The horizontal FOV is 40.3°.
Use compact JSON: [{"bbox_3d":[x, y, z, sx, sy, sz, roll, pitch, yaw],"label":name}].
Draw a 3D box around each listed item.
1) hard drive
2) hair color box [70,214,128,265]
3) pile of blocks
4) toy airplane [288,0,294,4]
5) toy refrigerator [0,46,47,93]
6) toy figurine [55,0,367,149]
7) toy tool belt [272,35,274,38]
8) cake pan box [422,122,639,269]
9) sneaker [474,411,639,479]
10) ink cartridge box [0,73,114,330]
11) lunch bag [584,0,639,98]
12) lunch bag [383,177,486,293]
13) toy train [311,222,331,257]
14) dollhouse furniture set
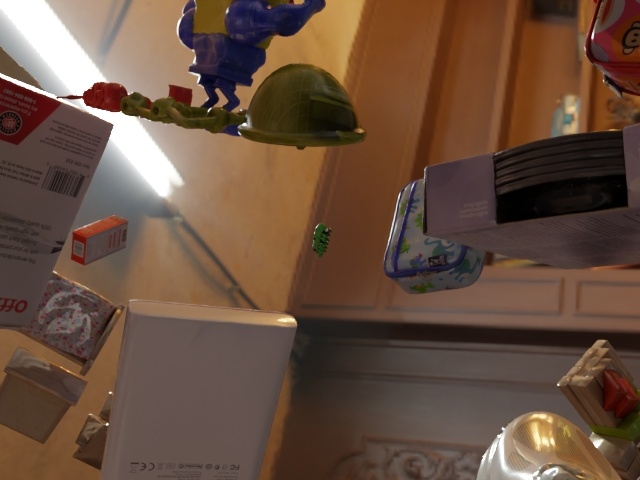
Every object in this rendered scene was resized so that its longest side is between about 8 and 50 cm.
[{"bbox_3d":[-0.167,0.232,1.139,0.040,0.210,0.319,-118,38,-61],"label":"hard drive"},{"bbox_3d":[-0.494,-0.002,1.958,0.141,0.043,0.072,-30,-44,-57],"label":"hair color box"},{"bbox_3d":[0.473,0.329,1.283,0.148,0.112,0.362,-16,-87,-24],"label":"pile of blocks"},{"bbox_3d":[-0.063,-0.353,1.189,0.151,0.028,0.151,34,-129,-57],"label":"toy airplane"},{"bbox_3d":[-0.667,-0.347,1.722,0.269,0.102,0.094,46,-114,-8],"label":"toy refrigerator"},{"bbox_3d":[-0.094,-0.207,0.790,0.191,0.362,0.217,8,-84,-30],"label":"toy figurine"},{"bbox_3d":[-0.065,-0.253,0.968,0.052,0.051,0.083,26,-135,-32],"label":"toy tool belt"},{"bbox_3d":[0.253,-0.028,0.728,0.266,0.245,0.070,11,-106,-45],"label":"cake pan box"},{"bbox_3d":[0.245,0.215,0.638,0.447,0.169,0.258,-93,16,-64],"label":"sneaker"},{"bbox_3d":[-0.383,-0.049,0.988,0.197,0.114,0.273,19,-85,-61],"label":"ink cartridge box"},{"bbox_3d":[0.429,-0.307,1.003,0.120,0.258,0.293,24,-95,-45],"label":"lunch bag"},{"bbox_3d":[0.205,-0.016,1.530,0.090,0.176,0.219,43,-128,-37],"label":"lunch bag"},{"bbox_3d":[0.000,0.000,1.283,0.017,0.023,0.083,-51,-11,-24],"label":"toy train"},{"bbox_3d":[-0.384,0.140,1.434,0.303,0.174,0.356,31,-133,-12],"label":"dollhouse furniture set"}]
